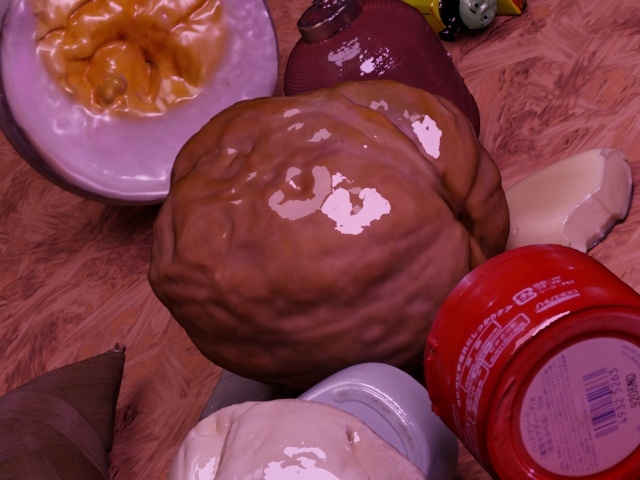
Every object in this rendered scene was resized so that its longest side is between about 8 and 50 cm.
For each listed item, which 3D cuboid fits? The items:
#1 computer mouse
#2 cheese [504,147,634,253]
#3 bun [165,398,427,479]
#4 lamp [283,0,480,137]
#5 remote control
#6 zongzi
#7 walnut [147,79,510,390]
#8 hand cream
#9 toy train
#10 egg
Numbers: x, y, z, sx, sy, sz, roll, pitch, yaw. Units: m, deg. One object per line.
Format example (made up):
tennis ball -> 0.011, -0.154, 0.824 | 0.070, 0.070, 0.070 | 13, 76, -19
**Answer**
computer mouse -> -0.010, 0.231, 1.623 | 0.288, 0.159, 0.097 | -44, -13, 2
cheese -> 0.181, -0.012, 1.839 | 0.255, 0.050, 0.127 | -19, 35, 33
bun -> -0.021, 0.252, 1.491 | 0.259, 0.259, 0.160 | -37, -12, 0
lamp -> 0.058, -0.147, 1.954 | 0.180, 0.258, 0.180 | -28, 23, 13
remote control -> -0.045, 0.107, 1.925 | 0.098, 0.038, 0.233 | -14, 35, 35
zongzi -> -0.206, 0.246, 1.738 | 0.500, 0.218, 0.467 | 4, 42, 46
walnut -> -0.002, -0.002, 1.761 | 0.344, 0.306, 0.306 | -17, 34, 40
hand cream -> 0.189, 0.109, 1.507 | 0.193, 0.193, 0.125 | -37, 30, -1
toy train -> 0.127, -0.305, 2.276 | 0.296, 0.100, 0.160 | 8, 59, 51
egg -> -0.244, -0.225, 2.332 | 0.354, 0.354, 0.340 | -40, 13, -6
